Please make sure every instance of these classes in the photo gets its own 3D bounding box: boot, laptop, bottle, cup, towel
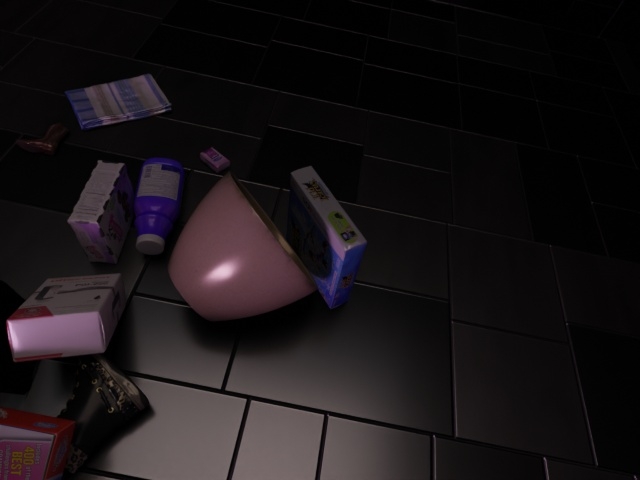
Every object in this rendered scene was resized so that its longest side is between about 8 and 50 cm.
[{"bbox_3d":[-0.482,0.309,0.854,0.237,0.085,0.178,33,58,16],"label":"boot"},{"bbox_3d":[-0.686,0.157,0.846,0.265,0.234,0.136,28,73,22],"label":"laptop"},{"bbox_3d":[-0.431,-0.094,1.155,0.118,0.092,0.282,3,54,-13],"label":"bottle"},{"bbox_3d":[-0.812,-0.308,1.279,0.107,0.037,0.114,15,55,-15],"label":"boot"},{"bbox_3d":[-0.196,0.046,0.986,0.237,0.331,0.331,-37,65,-2],"label":"cup"},{"bbox_3d":[-0.658,-0.461,1.424,0.285,0.034,0.209,-22,60,-24],"label":"towel"}]

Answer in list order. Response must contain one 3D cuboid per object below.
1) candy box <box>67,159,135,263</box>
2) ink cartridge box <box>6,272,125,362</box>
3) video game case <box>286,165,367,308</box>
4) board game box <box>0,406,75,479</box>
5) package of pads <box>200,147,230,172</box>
[{"bbox_3d":[-0.526,-0.068,1.073,0.070,0.164,0.196,6,53,-5],"label":"candy box"},{"bbox_3d":[-0.506,0.147,0.894,0.159,0.092,0.218,-4,15,-13],"label":"ink cartridge box"},{"bbox_3d":[0.000,0.000,1.050,0.061,0.269,0.244,-21,60,-21],"label":"video game case"},{"bbox_3d":[-0.595,0.389,0.702,0.317,0.064,0.241,13,86,-2],"label":"board game box"},{"bbox_3d":[-0.320,-0.244,1.324,0.083,0.031,0.050,39,54,18],"label":"package of pads"}]
